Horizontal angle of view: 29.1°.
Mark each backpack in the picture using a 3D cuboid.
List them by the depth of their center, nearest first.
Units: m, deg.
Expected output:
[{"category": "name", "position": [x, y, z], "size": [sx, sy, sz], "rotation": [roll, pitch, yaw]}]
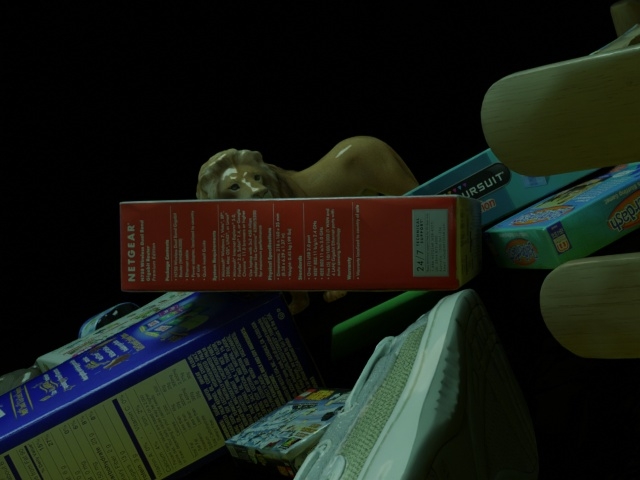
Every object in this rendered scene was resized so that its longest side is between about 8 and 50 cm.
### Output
[{"category": "backpack", "position": [-0.280, 0.151, 1.705], "size": [0.084, 0.114, 0.105], "rotation": [-20, 10, 46]}]

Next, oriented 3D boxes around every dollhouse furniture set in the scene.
[{"category": "dollhouse furniture set", "position": [0.216, -0.157, 0.894], "size": [0.256, 0.394, 0.362], "rotation": [-7, 18, 43]}]

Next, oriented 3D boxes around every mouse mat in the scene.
[{"category": "mouse mat", "position": [0.077, 0.082, 1.327], "size": [0.152, 0.007, 0.190], "rotation": [-26, 7, 5]}]

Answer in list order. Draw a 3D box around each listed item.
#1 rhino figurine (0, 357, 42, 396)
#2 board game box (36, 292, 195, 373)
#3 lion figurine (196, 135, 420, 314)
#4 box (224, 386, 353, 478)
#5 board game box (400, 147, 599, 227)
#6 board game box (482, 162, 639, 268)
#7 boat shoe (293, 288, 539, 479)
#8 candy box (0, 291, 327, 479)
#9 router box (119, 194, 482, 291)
[{"category": "rhino figurine", "position": [-0.436, 0.229, 1.904], "size": [0.106, 0.073, 0.243], "rotation": [-26, 6, -34]}, {"category": "board game box", "position": [-0.200, 0.141, 1.514], "size": [0.224, 0.097, 0.303], "rotation": [-27, 10, -23]}, {"category": "lion figurine", "position": [0.007, -0.057, 1.688], "size": [0.142, 0.240, 0.392], "rotation": [-20, 8, 45]}, {"category": "box", "position": [-0.012, 0.153, 0.993], "size": [0.094, 0.027, 0.137], "rotation": [-30, 7, -23]}, {"category": "board game box", "position": [0.225, -0.077, 1.475], "size": [0.336, 0.079, 0.254], "rotation": [-29, -2, 36]}, {"category": "board game box", "position": [0.289, -0.036, 1.256], "size": [0.210, 0.047, 0.160], "rotation": [-27, 6, -12]}, {"category": "boat shoe", "position": [0.045, 0.119, 0.660], "size": [0.103, 0.118, 0.320], "rotation": [-19, 15, 22]}, {"category": "candy box", "position": [-0.182, 0.161, 1.192], "size": [0.317, 0.122, 0.268], "rotation": [-26, 8, -14]}, {"category": "router box", "position": [0.000, 0.000, 1.213], "size": [0.301, 0.082, 0.335], "rotation": [-1, 1, 11]}]
